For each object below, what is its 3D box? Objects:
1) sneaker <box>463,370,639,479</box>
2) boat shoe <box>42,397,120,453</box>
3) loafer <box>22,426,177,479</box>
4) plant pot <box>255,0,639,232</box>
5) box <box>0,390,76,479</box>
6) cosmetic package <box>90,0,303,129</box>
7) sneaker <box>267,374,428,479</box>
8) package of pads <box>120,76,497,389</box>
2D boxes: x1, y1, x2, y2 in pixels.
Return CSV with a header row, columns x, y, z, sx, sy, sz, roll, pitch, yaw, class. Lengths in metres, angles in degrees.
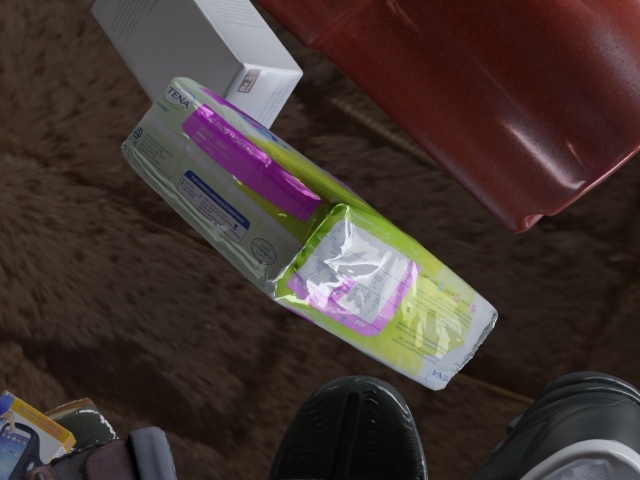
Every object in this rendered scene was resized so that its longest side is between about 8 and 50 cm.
x,y,z,sx,sy,sz,roll,pitch,yaw,class
0.109,0.191,1.201,0.295,0.147,0.104,-39,94,29,sneaker
-0.353,0.261,1.856,0.324,0.120,0.123,-36,122,-11,boat shoe
-0.115,0.217,1.041,0.095,0.302,0.109,-7,120,-6,loafer
0.125,-0.166,1.329,0.272,0.272,0.265,-42,94,-7,plant pot
-0.299,0.214,1.729,0.081,0.028,0.136,30,67,18,box
-0.123,-0.194,1.815,0.085,0.231,0.117,1,133,-44,cosmetic package
0.046,0.339,1.875,0.169,0.257,0.448,2,97,14,sneaker
0.000,0.000,1.574,0.101,0.229,0.296,-53,143,4,package of pads
